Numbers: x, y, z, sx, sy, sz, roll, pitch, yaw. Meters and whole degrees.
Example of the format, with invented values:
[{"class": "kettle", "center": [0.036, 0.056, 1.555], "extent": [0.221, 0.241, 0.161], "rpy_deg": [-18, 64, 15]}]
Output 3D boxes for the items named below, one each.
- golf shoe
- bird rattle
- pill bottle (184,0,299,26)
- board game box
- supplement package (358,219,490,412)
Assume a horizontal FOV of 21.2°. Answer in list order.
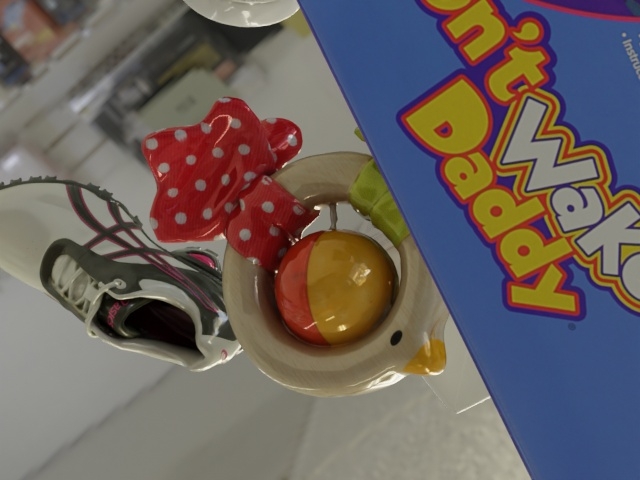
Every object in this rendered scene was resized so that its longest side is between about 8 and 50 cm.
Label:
[{"class": "golf shoe", "center": [-0.186, 0.027, 1.469], "extent": [0.120, 0.273, 0.105], "rpy_deg": [-56, 168, -69]}, {"class": "bird rattle", "center": [0.000, 0.000, 1.135], "extent": [0.254, 0.206, 0.143], "rpy_deg": [-4, 168, 16]}, {"class": "pill bottle", "center": [-0.048, -0.340, 1.439], "extent": [0.181, 0.181, 0.323], "rpy_deg": [-54, 164, -39]}, {"class": "board game box", "center": [0.112, -0.083, 0.379], "extent": [0.233, 0.347, 0.078], "rpy_deg": [-20, -167, 30]}, {"class": "supplement package", "center": [0.152, -0.012, 1.305], "extent": [0.194, 0.149, 0.203], "rpy_deg": [-29, -162, 26]}]
